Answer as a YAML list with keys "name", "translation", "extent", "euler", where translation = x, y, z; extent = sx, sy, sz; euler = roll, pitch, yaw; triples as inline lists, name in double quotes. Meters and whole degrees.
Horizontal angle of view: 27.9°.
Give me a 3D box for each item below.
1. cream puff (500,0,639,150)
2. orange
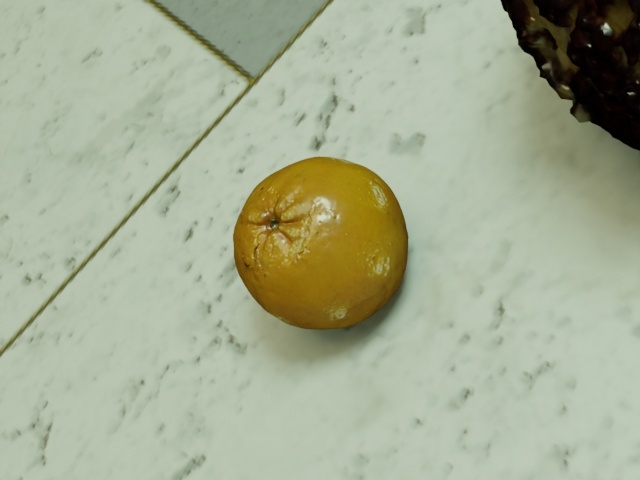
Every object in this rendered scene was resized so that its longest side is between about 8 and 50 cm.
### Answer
- name: "cream puff"
  translation: [0.174, -0.145, 0.498]
  extent: [0.239, 0.165, 0.239]
  euler: [-18, 53, 25]
- name: "orange"
  translation: [0.000, 0.000, 0.594]
  extent: [0.083, 0.070, 0.083]
  euler: [-19, 54, 28]
